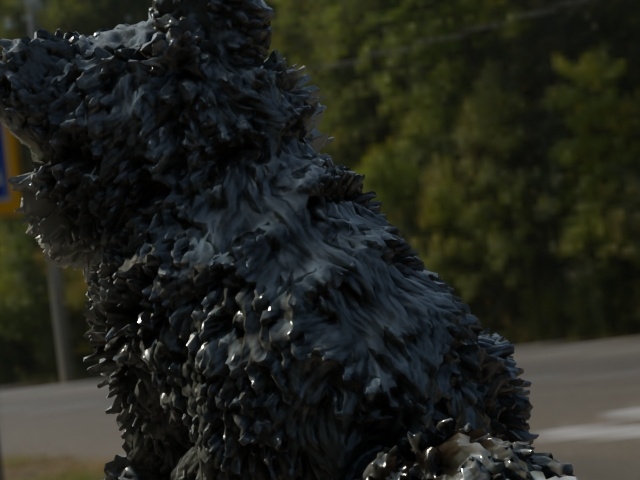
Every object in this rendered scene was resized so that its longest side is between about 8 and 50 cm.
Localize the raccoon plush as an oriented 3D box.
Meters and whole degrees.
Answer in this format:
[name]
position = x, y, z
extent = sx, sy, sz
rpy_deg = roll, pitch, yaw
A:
[raccoon plush]
position = 0.000, 0.000, 0.837
extent = 0.216, 0.299, 0.446
rpy_deg = -26, 10, -30
